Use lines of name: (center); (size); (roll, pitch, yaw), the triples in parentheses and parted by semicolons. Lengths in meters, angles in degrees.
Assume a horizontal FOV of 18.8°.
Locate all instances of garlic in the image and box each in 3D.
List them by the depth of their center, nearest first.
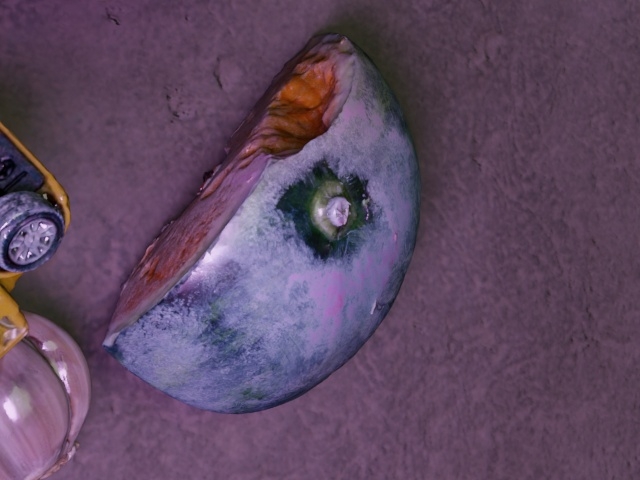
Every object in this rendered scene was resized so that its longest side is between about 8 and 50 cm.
garlic: (-0.238, 0.086, 1.314); (0.131, 0.127, 0.194); (-29, 80, -25)

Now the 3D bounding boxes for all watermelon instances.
watermelon: (0.002, -0.001, 1.418); (0.188, 0.175, 0.322); (39, 68, -18)

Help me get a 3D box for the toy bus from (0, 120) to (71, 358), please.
toy bus: (-0.295, 0.071, 1.211); (0.335, 0.121, 0.123); (-43, 146, -7)
